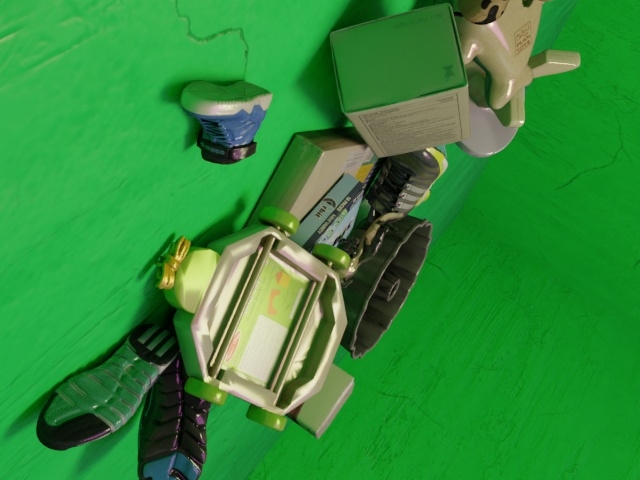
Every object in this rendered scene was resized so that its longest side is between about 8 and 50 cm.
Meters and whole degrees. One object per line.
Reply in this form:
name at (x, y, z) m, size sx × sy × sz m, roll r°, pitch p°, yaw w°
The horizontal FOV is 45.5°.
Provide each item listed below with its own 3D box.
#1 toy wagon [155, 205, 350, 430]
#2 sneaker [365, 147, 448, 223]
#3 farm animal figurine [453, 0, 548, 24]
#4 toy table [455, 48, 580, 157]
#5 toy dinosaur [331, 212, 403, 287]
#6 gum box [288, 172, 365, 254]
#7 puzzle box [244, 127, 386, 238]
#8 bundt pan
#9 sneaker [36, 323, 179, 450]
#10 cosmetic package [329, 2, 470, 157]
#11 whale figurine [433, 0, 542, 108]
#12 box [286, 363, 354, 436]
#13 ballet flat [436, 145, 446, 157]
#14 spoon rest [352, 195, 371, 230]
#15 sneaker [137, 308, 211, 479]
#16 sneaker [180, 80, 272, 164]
toy wagon at (-0.093, 0.090, 1.016) m, size 0.344 × 0.068 × 0.267 m, roll 36°, pitch 70°, yaw -41°
sneaker at (0.148, -0.103, 1.392) m, size 0.121 × 0.111 × 0.300 m, roll -49°, pitch 165°, yaw -15°
farm animal figurine at (0.230, -0.352, 0.847) m, size 0.327 × 0.172 × 0.330 m, roll -28°, pitch 168°, yaw 23°
toy table at (0.319, -0.306, 1.388) m, size 0.252 × 0.274 × 0.161 m, roll -10°, pitch 173°, yaw -14°
toy dinosaur at (0.070, 0.014, 1.295) m, size 0.268 × 0.064 × 0.118 m, roll -48°, pitch 172°, yaw -25°
gum box at (0.000, 0.000, 1.237) m, size 0.157 × 0.041 × 0.184 m, roll -49°, pitch 167°, yaw -28°
puzzle box at (-0.007, -0.060, 1.273) m, size 0.272 × 0.052 × 0.409 m, roll -60°, pitch 167°, yaw 19°
bundt pan at (0.102, 0.078, 1.603) m, size 0.331 × 0.124 × 0.331 m, roll -52°, pitch 159°, yaw -29°
sneaker at (-0.256, 0.195, 0.927) m, size 0.223 × 0.083 × 0.098 m, roll -40°, pitch 165°, yaw -53°
cosmetic package at (0.123, -0.208, 1.071) m, size 0.309 × 0.160 × 0.113 m, roll 25°, pitch 54°, yaw -78°
whale figurine at (0.267, -0.348, 1.216) m, size 0.216 × 0.141 × 0.272 m, roll -41°, pitch 135°, yaw -18°
box at (-0.063, 0.264, 1.484) m, size 0.127 × 0.232 × 0.148 m, roll -53°, pitch 167°, yaw -14°
ballet flat at (0.190, -0.196, 1.439) m, size 0.087 × 0.083 × 0.247 m, roll -28°, pitch 154°, yaw -8°
spoon rest at (0.113, -0.060, 1.725) m, size 0.276 × 0.084 × 0.137 m, roll -34°, pitch 158°, yaw -26°
sneaker at (-0.199, 0.190, 1.113) m, size 0.341 × 0.125 × 0.139 m, roll -68°, pitch -156°, yaw 8°
sneaker at (-0.099, -0.112, 0.761) m, size 0.152 × 0.058 × 0.084 m, roll -42°, pitch 154°, yaw -69°
